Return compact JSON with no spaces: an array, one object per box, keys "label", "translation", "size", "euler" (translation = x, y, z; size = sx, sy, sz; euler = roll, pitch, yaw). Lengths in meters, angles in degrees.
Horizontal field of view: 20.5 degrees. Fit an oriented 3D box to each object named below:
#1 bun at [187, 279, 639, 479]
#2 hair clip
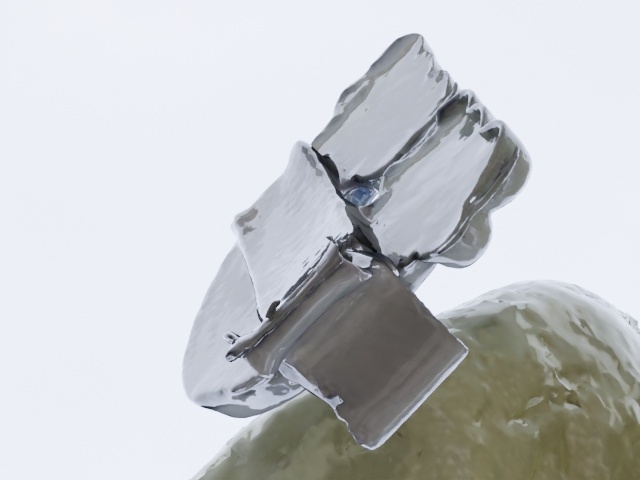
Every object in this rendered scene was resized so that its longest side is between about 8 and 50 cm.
[{"label":"bun","translation":[0.052,0.192,0.857],"size":[0.352,0.349,0.227],"euler":[-35,-108,-22]},{"label":"hair clip","translation":[0.000,0.000,0.568],"size":[0.140,0.054,0.220],"euler":[-51,-166,8]}]
